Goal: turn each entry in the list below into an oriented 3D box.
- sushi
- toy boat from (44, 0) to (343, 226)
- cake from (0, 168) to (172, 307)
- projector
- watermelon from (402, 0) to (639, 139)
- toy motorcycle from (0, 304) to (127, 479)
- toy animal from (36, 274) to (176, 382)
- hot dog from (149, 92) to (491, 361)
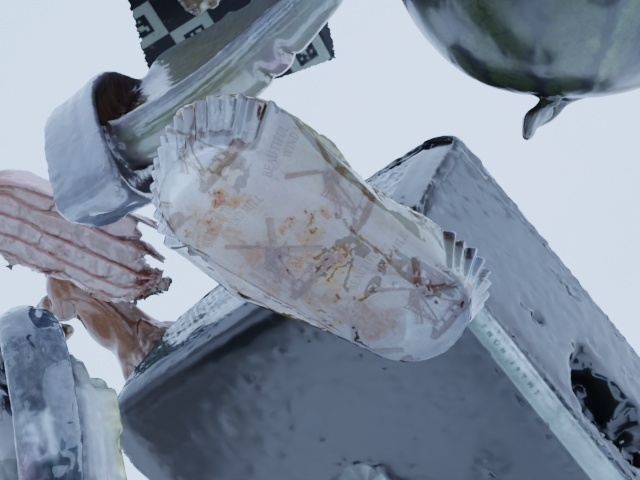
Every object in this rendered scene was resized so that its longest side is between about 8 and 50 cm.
[{"bbox_3d":[-0.085,-0.245,1.193,0.193,0.043,0.279,-21,-48,-10],"label":"sushi"},{"bbox_3d":[-0.109,-0.129,1.071,0.293,0.276,0.111,-38,-73,-6],"label":"toy boat"},{"bbox_3d":[-0.282,-0.007,1.304,0.135,0.287,0.098,-5,-68,-67],"label":"cake"},{"bbox_3d":[0.072,0.169,1.224,0.405,0.395,0.242,-35,12,29],"label":"projector"},{"bbox_3d":[0.178,-0.251,0.875,0.279,0.279,0.359,-15,-68,-55],"label":"watermelon"},{"bbox_3d":[-0.100,0.204,0.523,0.108,0.340,0.223,-7,-25,-19],"label":"toy motorcycle"},{"bbox_3d":[-0.229,0.091,1.463,0.097,0.312,0.157,-46,-8,-36],"label":"toy animal"},{"bbox_3d":[0.000,0.000,0.838,0.131,0.253,0.069,-48,20,28],"label":"hot dog"}]
